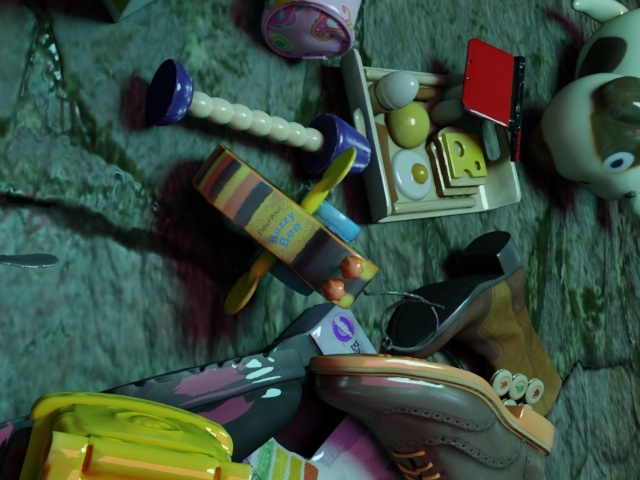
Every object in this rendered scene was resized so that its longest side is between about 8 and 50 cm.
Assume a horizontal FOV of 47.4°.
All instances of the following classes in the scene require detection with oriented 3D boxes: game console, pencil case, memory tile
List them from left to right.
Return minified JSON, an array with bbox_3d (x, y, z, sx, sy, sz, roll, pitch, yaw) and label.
[{"bbox_3d":[0.004,-0.365,0.918,0.124,0.124,0.284,25,61,-34],"label":"pencil case"},{"bbox_3d":[0.256,-0.206,1.076,0.124,0.085,0.144,73,26,-56],"label":"game console"},{"bbox_3d":[0.243,0.248,0.981,0.113,0.012,0.148,22,93,-37],"label":"memory tile"}]

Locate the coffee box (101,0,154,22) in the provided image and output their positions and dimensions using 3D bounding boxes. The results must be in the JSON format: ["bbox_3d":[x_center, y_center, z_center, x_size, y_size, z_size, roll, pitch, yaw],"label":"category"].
[{"bbox_3d":[-0.117,-0.453,0.631,0.338,0.334,0.338,-39,105,-19],"label":"coffee box"}]

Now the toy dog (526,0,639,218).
[{"bbox_3d":[0.535,-0.230,1.240,0.408,0.285,0.395,-41,105,-38],"label":"toy dog"}]

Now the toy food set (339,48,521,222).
[{"bbox_3d":[0.164,-0.147,1.014,0.306,0.092,0.219,-7,82,-42],"label":"toy food set"}]

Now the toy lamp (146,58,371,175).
[{"bbox_3d":[-0.058,-0.129,0.827,0.275,0.080,0.080,14,69,-36],"label":"toy lamp"}]

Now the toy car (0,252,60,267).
[{"bbox_3d":[-0.293,0.038,0.530,0.188,0.155,0.148,-28,121,-62],"label":"toy car"}]

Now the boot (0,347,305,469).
[{"bbox_3d":[-0.130,0.337,0.549,0.367,0.146,0.445,-15,83,-19],"label":"boot"}]

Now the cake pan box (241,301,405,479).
[{"bbox_3d":[0.000,0.230,0.783,0.246,0.070,0.266,-40,104,-43],"label":"cake pan box"}]

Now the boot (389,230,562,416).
[{"bbox_3d":[0.223,0.168,1.008,0.264,0.096,0.280,-42,118,-42],"label":"boot"}]

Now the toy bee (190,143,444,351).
[{"bbox_3d":[0.000,0.000,0.718,0.298,0.162,0.195,17,92,1],"label":"toy bee"}]

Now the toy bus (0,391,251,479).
[{"bbox_3d":[-0.115,0.205,0.396,0.150,0.211,0.220,16,79,-19],"label":"toy bus"}]

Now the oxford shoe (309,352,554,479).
[{"bbox_3d":[0.127,0.214,0.772,0.364,0.130,0.132,29,65,-32],"label":"oxford shoe"}]
